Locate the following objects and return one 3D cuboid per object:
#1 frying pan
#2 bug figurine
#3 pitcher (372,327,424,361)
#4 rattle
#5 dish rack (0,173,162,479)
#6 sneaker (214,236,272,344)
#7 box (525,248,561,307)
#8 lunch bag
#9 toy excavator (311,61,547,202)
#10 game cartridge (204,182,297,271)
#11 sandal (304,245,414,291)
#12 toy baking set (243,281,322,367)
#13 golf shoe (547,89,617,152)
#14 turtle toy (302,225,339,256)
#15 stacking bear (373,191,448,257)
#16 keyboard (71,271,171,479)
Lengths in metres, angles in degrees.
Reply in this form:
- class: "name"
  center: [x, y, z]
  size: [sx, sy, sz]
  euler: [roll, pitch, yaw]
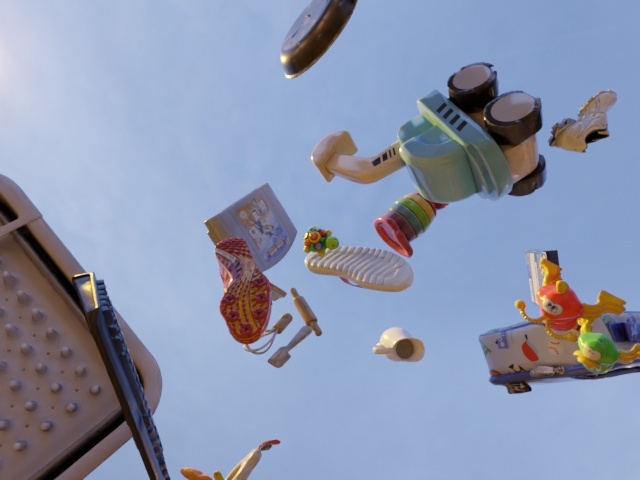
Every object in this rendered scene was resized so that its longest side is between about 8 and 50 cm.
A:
- class: "frying pan"
  center: [0.032, -0.405, 0.745]
  size: [0.053, 0.197, 0.326]
  euler: [32, -32, -31]
- class: "bug figurine"
  center: [0.333, 0.134, 0.419]
  size: [0.072, 0.279, 0.216]
  euler: [-52, -43, -1]
- class: "pitcher"
  center: [0.266, 0.388, 1.563]
  size: [0.178, 0.207, 0.125]
  euler: [2, -95, -5]
- class: "rattle"
  center: [-0.220, 0.543, 1.069]
  size: [0.143, 0.199, 0.130]
  euler: [35, -21, 18]
- class: "dish rack"
  center: [-0.352, 0.116, 0.393]
  size: [0.332, 0.286, 0.072]
  euler: [49, -34, 5]
- class: "sneaker"
  center: [-0.091, 0.063, 0.527]
  size: [0.064, 0.175, 0.067]
  euler: [-15, -53, -6]
- class: "box"
  center: [0.504, 0.089, 0.953]
  size: [0.037, 0.225, 0.136]
  euler: [-7, -92, 17]
- class: "lunch bag"
  center: [0.444, 0.185, 0.728]
  size: [0.304, 0.114, 0.243]
  euler: [3, -22, -29]
- class: "toy excavator"
  center: [0.227, -0.211, 1.021]
  size: [0.446, 0.432, 0.222]
  euler: [-31, -43, 5]
- class: "game cartridge"
  center: [-0.168, -0.026, 1.143]
  size: [0.062, 0.297, 0.198]
  euler: [-28, -78, 31]
- class: "sandal"
  center: [0.132, 0.101, 1.418]
  size: [0.417, 0.169, 0.102]
  euler: [14, -44, 41]
- class: "toy baking set"
  center: [-0.098, 0.184, 0.958]
  size: [0.197, 0.256, 0.030]
  euler: [-8, -53, -31]
- class: "golf shoe"
  center: [0.550, -0.232, 0.857]
  size: [0.086, 0.176, 0.069]
  euler: [46, -9, 37]
- class: "turtle toy"
  center: [0.000, 0.000, 1.373]
  size: [0.130, 0.095, 0.066]
  euler: [14, -14, 18]
- class: "stacking bear"
  center: [0.347, -0.103, 1.527]
  size: [0.289, 0.164, 0.175]
  euler: [-40, -67, -11]
- class: "keyboard"
  center: [-0.159, 0.112, 0.345]
  size: [0.108, 0.023, 0.180]
  euler: [24, -53, 51]
